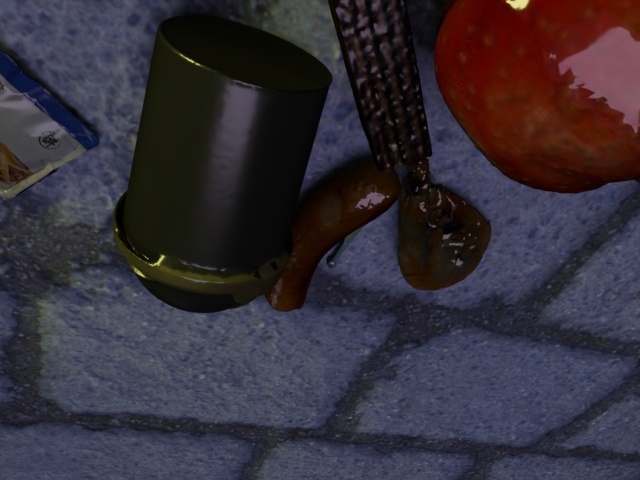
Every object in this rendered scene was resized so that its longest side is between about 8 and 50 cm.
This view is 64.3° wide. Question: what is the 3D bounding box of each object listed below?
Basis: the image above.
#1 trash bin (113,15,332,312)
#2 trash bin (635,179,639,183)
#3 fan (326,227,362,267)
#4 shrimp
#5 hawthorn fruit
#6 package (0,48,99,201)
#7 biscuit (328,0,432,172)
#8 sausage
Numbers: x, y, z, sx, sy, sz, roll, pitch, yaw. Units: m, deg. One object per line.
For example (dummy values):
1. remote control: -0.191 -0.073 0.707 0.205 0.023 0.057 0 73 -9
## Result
1. trash bin: -0.120 -0.056 0.584 0.214 0.214 0.334 10 127 -18
2. trash bin: 0.487 -0.170 0.648 0.236 0.101 0.177 -34 127 19
3. fan: 0.055 -0.028 0.770 0.038 0.016 0.193 22 126 -16
4. shrimp: 0.187 -0.021 0.763 0.152 0.063 0.287 -14 136 1
5. hawthorn fruit: 0.223 -0.208 0.481 0.330 0.287 0.287 30 124 -9
6. package: -0.382 -0.135 0.593 0.173 0.027 0.171 -25 132 18
7. biscuit: 0.060 -0.199 0.547 0.070 0.106 0.252 -17 133 6
8. sausage: -0.004 -0.003 0.739 0.103 0.076 0.302 24 126 -19
